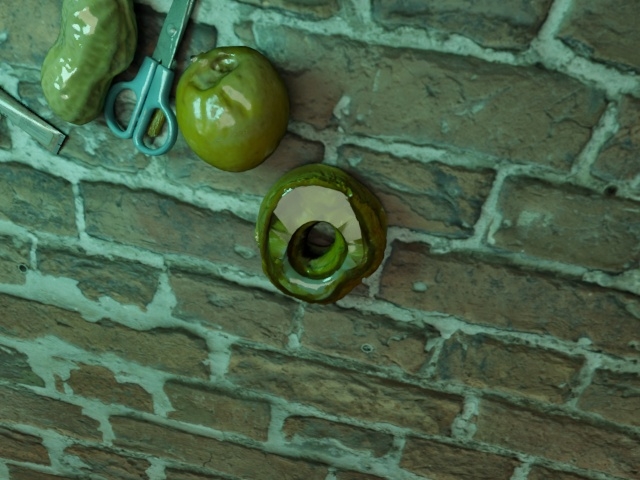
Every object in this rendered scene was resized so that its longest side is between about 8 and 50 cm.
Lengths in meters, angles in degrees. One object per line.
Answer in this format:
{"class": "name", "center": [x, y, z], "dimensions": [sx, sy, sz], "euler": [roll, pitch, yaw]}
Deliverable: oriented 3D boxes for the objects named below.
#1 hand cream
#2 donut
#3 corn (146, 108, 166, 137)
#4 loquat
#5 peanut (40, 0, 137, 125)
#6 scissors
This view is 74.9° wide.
{"class": "hand cream", "center": [-0.703, -0.293, 0.978], "dimensions": [0.210, 0.043, 0.067], "euler": [40, 120, -16]}
{"class": "donut", "center": [0.000, 0.000, 0.951], "dimensions": [0.331, 0.159, 0.329], "euler": [0, 119, 0]}
{"class": "corn", "center": [-0.369, -0.267, 0.948], "dimensions": [0.028, 0.027, 0.083], "euler": [43, 114, 10]}
{"class": "loquat", "center": [-0.167, -0.251, 0.830], "dimensions": [0.244, 0.244, 0.243], "euler": [3, 115, 6]}
{"class": "peanut", "center": [-0.475, -0.377, 0.853], "dimensions": [0.149, 0.149, 0.313], "euler": [39, 113, -11]}
{"class": "scissors", "center": [-0.322, -0.398, 0.871], "dimensions": [0.193, 0.029, 0.446], "euler": [34, 111, 8]}
